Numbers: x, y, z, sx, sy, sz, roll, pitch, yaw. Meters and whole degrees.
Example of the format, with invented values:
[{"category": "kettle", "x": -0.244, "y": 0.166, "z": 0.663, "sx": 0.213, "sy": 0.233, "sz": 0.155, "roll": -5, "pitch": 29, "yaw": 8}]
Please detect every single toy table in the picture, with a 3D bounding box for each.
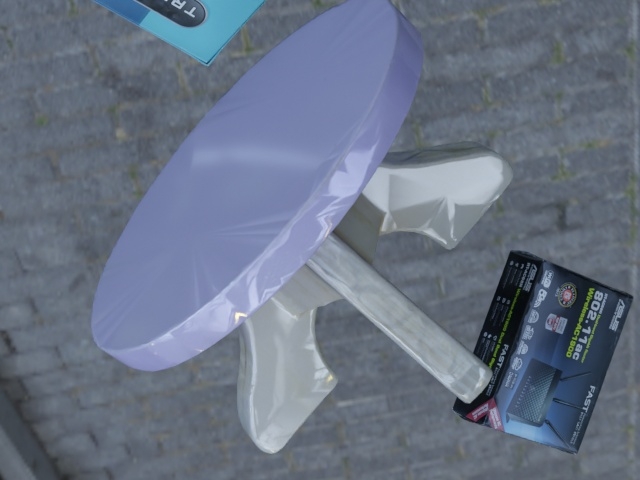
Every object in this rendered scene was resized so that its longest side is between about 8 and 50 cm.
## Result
[{"category": "toy table", "x": 0.000, "y": 0.000, "z": 0.801, "sx": 0.274, "sy": 0.252, "sz": 0.161, "roll": -43, "pitch": 124, "yaw": 9}]

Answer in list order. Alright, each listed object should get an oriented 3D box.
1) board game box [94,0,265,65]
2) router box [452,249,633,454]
[{"category": "board game box", "x": -0.100, "y": -0.312, "z": 0.946, "sx": 0.254, "sy": 0.079, "sz": 0.336, "roll": 27, "pitch": 137, "yaw": -25}, {"category": "router box", "x": 0.155, "y": 0.078, "z": 0.857, "sx": 0.092, "sy": 0.038, "sz": 0.122, "roll": 20, "pitch": 90, "yaw": -32}]
